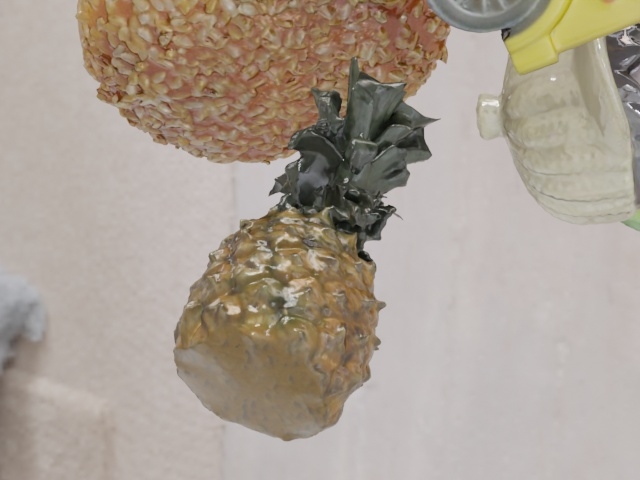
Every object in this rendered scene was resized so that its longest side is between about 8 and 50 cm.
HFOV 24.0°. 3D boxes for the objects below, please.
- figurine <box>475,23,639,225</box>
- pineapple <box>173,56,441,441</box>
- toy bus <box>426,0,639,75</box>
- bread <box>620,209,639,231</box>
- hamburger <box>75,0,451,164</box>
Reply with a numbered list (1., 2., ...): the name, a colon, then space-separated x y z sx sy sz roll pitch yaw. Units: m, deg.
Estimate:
1. figurine: 0.292 -0.084 1.138 0.185 0.332 0.204 -84 16 -49
2. pineapple: 0.001 0.000 0.954 0.128 0.128 0.248 -32 28 50
3. toy bus: 0.078 -0.254 0.687 0.152 0.144 0.330 -18 116 14
4. bread: 0.402 -0.148 1.643 0.301 0.045 0.301 2 95 19
5. hamburger: -0.052 -0.228 1.292 0.330 0.330 0.250 -41 50 47
